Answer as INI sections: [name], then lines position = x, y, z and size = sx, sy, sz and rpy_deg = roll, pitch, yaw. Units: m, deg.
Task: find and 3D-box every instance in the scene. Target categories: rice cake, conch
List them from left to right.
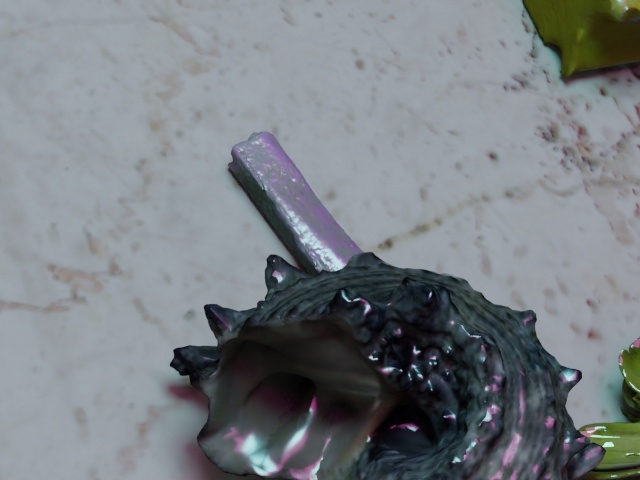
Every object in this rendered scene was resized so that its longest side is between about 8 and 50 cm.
[rice cake]
position = 0.000, 0.000, 1.454
size = 0.047, 0.036, 0.206
rpy_deg = -31, 72, -20
[conch]
position = 0.046, 0.131, 1.316
size = 0.313, 0.186, 0.240
rpy_deg = 26, 81, -9

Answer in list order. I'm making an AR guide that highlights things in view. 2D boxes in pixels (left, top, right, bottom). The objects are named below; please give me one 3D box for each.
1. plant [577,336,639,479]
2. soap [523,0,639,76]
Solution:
[plant]
position = 0.364, 0.168, 1.373
size = 0.261, 0.297, 0.306
rpy_deg = 41, 33, -27
[soap]
position = 0.307, -0.295, 1.667
size = 0.281, 0.143, 0.259
rpy_deg = -11, 67, -22
